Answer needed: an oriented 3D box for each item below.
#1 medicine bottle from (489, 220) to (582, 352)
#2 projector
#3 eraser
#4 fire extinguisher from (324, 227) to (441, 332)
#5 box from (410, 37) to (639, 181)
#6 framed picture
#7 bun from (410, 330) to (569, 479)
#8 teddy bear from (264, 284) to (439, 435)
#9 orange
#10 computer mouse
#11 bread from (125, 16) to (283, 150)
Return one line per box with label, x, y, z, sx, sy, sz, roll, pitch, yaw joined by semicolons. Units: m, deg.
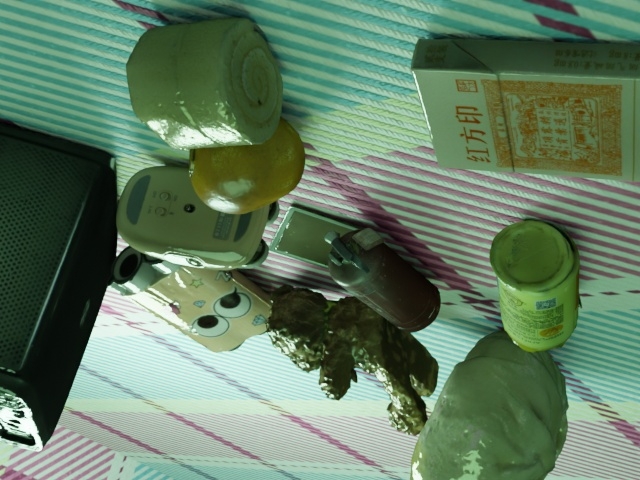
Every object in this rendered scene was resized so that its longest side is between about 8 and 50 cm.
medicine bottle;0.315;0.073;1.522;0.124;0.124;0.239;7;155;18
projector;-0.485;0.085;1.652;0.242;0.405;0.395;17;155;-4
eraser;-0.216;0.090;1.861;0.171;0.087;0.290;-31;135;20
fire extinguisher;0.089;0.055;1.608;0.104;0.105;0.269;-2;154;33
box;0.294;-0.138;1.158;0.365;0.051;0.205;6;154;19
framed picture;0.000;0.000;1.671;0.141;0.011;0.183;18;155;-6
bun;0.298;0.332;1.791;0.219;0.365;0.365;28;159;16
teddy bear;0.050;0.207;1.831;0.222;0.246;0.296;-19;112;23
orange;-0.096;-0.105;1.350;0.154;0.134;0.155;-17;176;-1
computer mouse;-0.182;-0.033;1.544;0.236;0.145;0.082;8;161;10
bread;-0.134;-0.178;1.224;0.141;0.134;0.148;0;138;29
